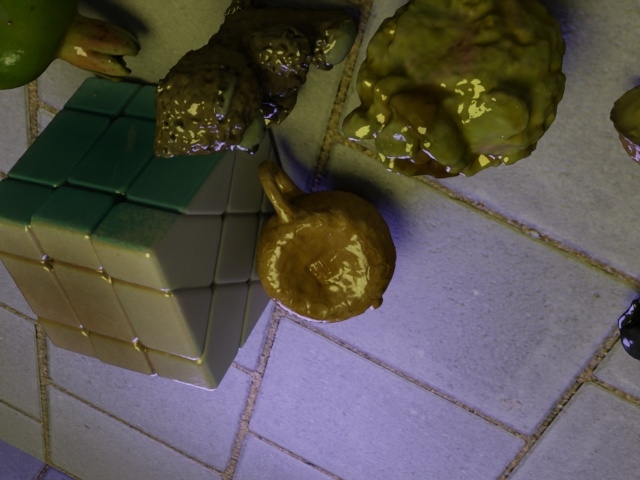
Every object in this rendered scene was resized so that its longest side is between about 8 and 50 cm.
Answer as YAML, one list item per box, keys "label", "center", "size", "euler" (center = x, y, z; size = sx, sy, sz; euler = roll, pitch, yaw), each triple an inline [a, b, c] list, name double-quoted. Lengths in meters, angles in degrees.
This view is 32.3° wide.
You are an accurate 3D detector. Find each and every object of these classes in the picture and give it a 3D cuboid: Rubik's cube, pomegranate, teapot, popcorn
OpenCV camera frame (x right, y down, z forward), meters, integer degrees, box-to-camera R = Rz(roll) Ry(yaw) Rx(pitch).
- label: "Rubik's cube"
  center: [-0.254, -0.015, 1.653]
  size: [0.316, 0.322, 0.318]
  euler: [13, 142, 26]
- label: "pomegranate"
  center: [-0.397, -0.302, 1.515]
  size: [0.302, 0.236, 0.236]
  euler: [29, 146, -18]
- label: "teapot"
  center: [0.000, 0.000, 1.639]
  size: [0.203, 0.167, 0.311]
  euler: [-32, 115, 14]
- label: "popcorn"
  center: [0.154, -0.170, 1.246]
  size: [0.259, 0.259, 0.212]
  euler: [5, 159, 32]

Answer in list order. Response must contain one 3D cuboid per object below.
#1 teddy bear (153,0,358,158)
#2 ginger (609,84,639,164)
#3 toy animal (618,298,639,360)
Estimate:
- label: "teddy bear"
  center: [-0.102, -0.196, 1.386]
  size: [0.156, 0.256, 0.267]
  euler: [43, 143, -9]
- label: "ginger"
  center: [0.487, -0.078, 1.216]
  size: [0.354, 0.126, 0.190]
  euler: [28, 155, 8]
- label: "toy animal"
  center: [0.523, 0.158, 1.510]
  size: [0.269, 0.082, 0.137]
  euler: [34, 148, -12]
